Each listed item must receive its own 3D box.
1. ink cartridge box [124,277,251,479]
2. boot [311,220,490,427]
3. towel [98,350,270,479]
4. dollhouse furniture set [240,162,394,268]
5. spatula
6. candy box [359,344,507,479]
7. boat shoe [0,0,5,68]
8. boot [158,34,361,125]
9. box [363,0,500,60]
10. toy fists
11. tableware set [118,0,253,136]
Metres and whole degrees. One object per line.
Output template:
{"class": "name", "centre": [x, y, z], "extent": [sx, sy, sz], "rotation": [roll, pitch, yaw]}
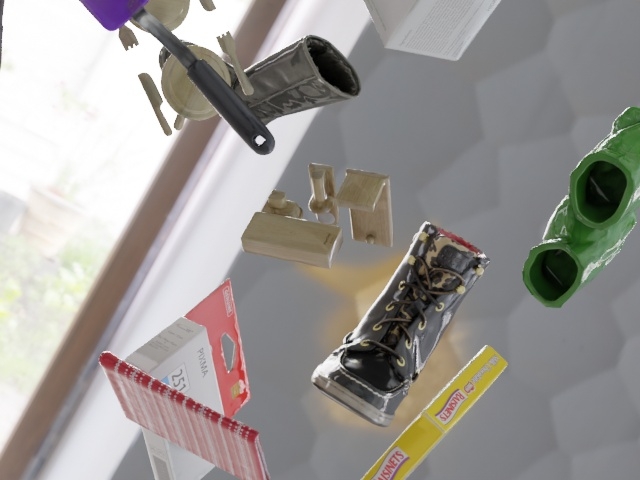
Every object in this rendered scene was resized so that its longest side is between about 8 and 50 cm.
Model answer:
{"class": "ink cartridge box", "centre": [-0.202, 0.254, 1.986], "extent": [0.066, 0.296, 0.261], "rotation": [21, 44, 34]}
{"class": "boot", "centre": [0.129, 0.119, 1.723], "extent": [0.138, 0.284, 0.377], "rotation": [33, 8, 12]}
{"class": "towel", "centre": [-0.198, 0.266, 1.696], "extent": [0.275, 0.031, 0.199], "rotation": [24, -29, 19]}
{"class": "dollhouse furniture set", "centre": [0.000, 0.000, 1.451], "extent": [0.144, 0.151, 0.123], "rotation": [11, -41, 18]}
{"class": "spatula", "centre": [-0.153, -0.204, 1.224], "extent": [0.296, 0.084, 0.030], "rotation": [46, 15, -11]}
{"class": "candy box", "centre": [0.062, 0.170, 0.885], "extent": [0.027, 0.206, 0.105], "rotation": [44, 41, 12]}
{"class": "boat shoe", "centre": [-0.313, -0.247, 1.006], "extent": [0.092, 0.285, 0.103], "rotation": [19, -32, -38]}
{"class": "boot", "centre": [-0.078, -0.210, 1.419], "extent": [0.190, 0.076, 0.208], "rotation": [30, -21, -29]}
{"class": "box", "centre": [0.102, -0.239, 1.057], "extent": [0.087, 0.102, 0.101], "rotation": [5, 48, -32]}
{"class": "toy fists", "centre": [0.335, -0.044, 1.373], "extent": [0.096, 0.279, 0.142], "rotation": [41, 51, 21]}
{"class": "tableware set", "centre": [-0.172, -0.231, 1.331], "extent": [0.039, 0.128, 0.194], "rotation": [0, -62, 62]}
